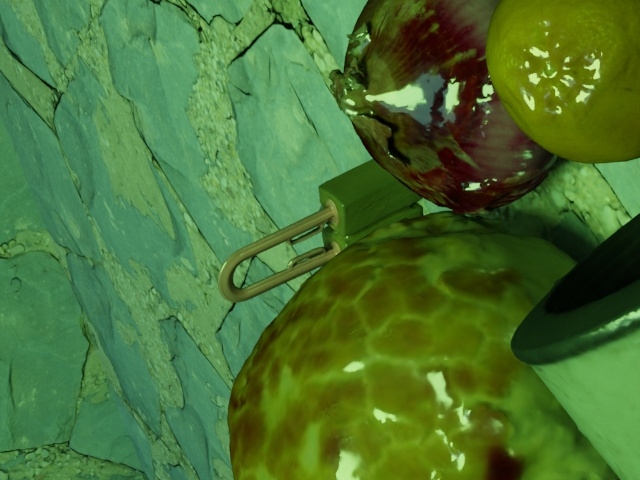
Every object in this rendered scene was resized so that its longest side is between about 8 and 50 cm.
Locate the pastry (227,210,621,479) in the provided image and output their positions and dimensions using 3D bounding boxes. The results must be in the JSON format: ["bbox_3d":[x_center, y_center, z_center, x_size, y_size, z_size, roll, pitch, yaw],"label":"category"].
[{"bbox_3d":[0.092,0.165,1.016,0.388,0.313,0.388,-6,83,57],"label":"pastry"}]

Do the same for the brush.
[{"bbox_3d":[0.000,0.000,1.184,0.047,0.233,0.103,37,144,41],"label":"brush"}]

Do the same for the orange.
[{"bbox_3d":[0.187,-0.127,0.820,0.159,0.136,0.159,17,119,33],"label":"orange"}]

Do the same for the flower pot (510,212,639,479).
[{"bbox_3d":[0.322,0.099,0.671,0.330,0.293,0.293,52,154,1],"label":"flower pot"}]

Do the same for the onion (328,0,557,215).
[{"bbox_3d":[0.089,-0.123,0.985,0.230,0.163,0.230,26,125,45],"label":"onion"}]
